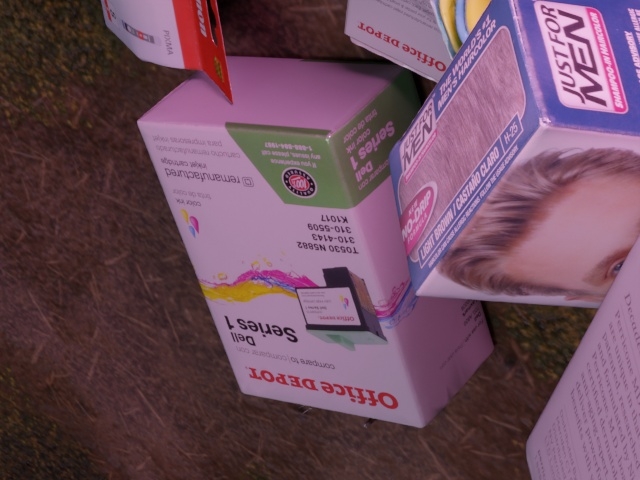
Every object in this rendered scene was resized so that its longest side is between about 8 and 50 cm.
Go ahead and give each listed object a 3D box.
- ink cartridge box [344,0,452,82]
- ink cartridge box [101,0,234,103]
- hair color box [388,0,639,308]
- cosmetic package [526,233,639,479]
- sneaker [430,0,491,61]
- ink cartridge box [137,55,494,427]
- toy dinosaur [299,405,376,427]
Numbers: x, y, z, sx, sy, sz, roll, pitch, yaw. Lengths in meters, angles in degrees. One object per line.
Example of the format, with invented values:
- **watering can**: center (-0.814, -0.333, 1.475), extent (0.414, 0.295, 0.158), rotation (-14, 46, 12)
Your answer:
- **ink cartridge box**: center (0.076, -0.189, 1.228), extent (0.099, 0.056, 0.135), rotation (28, 138, 21)
- **ink cartridge box**: center (-0.130, -0.196, 1.361), extent (0.179, 0.045, 0.145), rotation (50, 155, 48)
- **hair color box**: center (0.234, -0.039, 1.014), extent (0.347, 0.105, 0.174), rotation (5, 145, -20)
- **cosmetic package**: center (0.284, 0.069, 0.944), extent (0.230, 0.161, 0.453), rotation (-1, 147, -12)
- **sneaker**: center (0.137, -0.116, 1.109), extent (0.127, 0.208, 0.319), rotation (11, 131, 20)
- **ink cartridge box**: center (0.000, 0.000, 1.415), extent (0.201, 0.117, 0.278), rotation (7, 128, 38)
- **toy dinosaur**: center (0.025, 0.129, 1.586), extent (0.090, 0.047, 0.082), rotation (-35, 88, 18)
